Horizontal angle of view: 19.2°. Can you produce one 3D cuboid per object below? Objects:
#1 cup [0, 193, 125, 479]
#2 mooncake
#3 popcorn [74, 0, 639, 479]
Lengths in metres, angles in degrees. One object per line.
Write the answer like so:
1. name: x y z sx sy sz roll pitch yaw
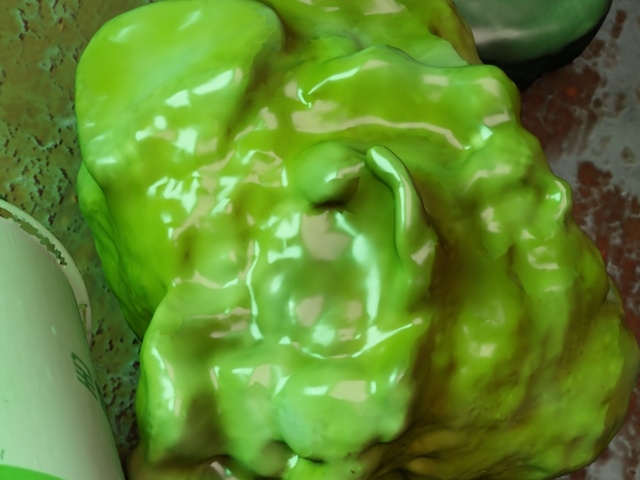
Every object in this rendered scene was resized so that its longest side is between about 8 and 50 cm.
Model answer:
1. cup: -0.200 0.142 0.964 0.253 0.253 0.274 -15 43 -17
2. mooncake: 0.108 -0.178 1.274 0.175 0.104 0.168 30 72 1
3. popcorn: 0.005 0.006 1.126 0.292 0.293 0.334 -27 56 9
